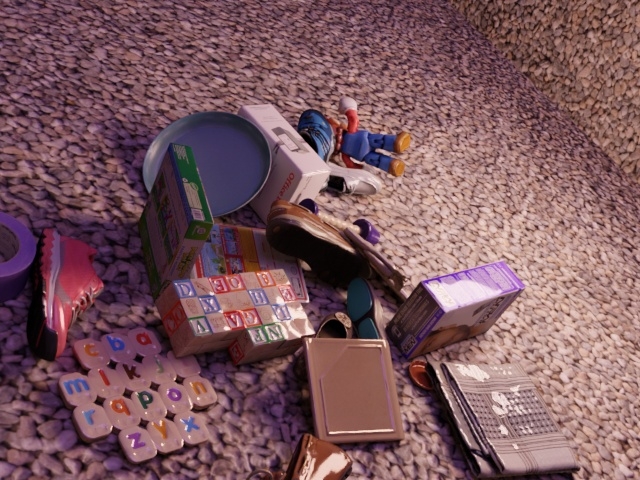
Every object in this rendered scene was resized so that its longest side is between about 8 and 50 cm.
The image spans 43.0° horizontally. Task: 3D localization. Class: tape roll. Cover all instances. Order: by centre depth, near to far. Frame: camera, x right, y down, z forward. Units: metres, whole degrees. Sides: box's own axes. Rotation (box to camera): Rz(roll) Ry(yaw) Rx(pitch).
[{"bbox_3d":[-0.651,0.028,1.560,0.189,0.080,0.189,20,36,-15],"label":"tape roll"}]

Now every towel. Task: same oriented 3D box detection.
[{"bbox_3d":[0.425,0.404,1.887,0.324,0.056,0.312,6,44,-32],"label":"towel"}]

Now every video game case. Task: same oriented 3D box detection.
[{"bbox_3d":[-0.172,0.056,1.888,0.285,0.025,0.204,7,53,-31],"label":"video game case"}]

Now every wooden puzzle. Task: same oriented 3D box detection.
[{"bbox_3d":[0.067,0.316,1.714,0.238,0.044,0.221,8,63,-34],"label":"wooden puzzle"}]

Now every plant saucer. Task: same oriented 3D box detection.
[{"bbox_3d":[0.243,0.318,1.909,0.083,0.013,0.083,20,37,-16],"label":"plant saucer"},{"bbox_3d":[-0.277,-0.181,2.001,0.317,0.044,0.318,-2,61,4],"label":"plant saucer"}]

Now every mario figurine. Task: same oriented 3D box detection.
[{"bbox_3d":[0.113,-0.298,2.419,0.320,0.170,0.198,20,73,22],"label":"mario figurine"}]

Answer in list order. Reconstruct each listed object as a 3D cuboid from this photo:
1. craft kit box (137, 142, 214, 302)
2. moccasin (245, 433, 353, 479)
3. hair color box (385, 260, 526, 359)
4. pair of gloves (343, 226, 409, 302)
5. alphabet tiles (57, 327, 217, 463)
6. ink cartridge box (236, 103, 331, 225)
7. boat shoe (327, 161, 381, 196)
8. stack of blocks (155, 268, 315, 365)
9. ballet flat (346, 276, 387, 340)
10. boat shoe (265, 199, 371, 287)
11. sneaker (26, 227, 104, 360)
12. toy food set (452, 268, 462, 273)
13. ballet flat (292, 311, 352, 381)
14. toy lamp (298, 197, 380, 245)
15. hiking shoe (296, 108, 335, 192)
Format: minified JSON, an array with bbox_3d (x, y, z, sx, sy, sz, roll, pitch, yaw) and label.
[{"bbox_3d":[-0.317,-0.036,1.738,0.061,0.247,0.250,10,41,-32],"label":"craft kit box"},{"bbox_3d":[-0.069,0.459,1.401,0.147,0.139,0.380,35,35,8],"label":"moccasin"},{"bbox_3d":[0.338,0.168,2.014,0.338,0.185,0.110,-9,52,-42],"label":"hair color box"},{"bbox_3d":[0.153,0.060,2.027,0.204,0.042,0.240,46,-3,23],"label":"pair of gloves"},{"bbox_3d":[-0.338,0.285,1.522,0.284,0.021,0.278,-9,51,-42],"label":"alphabet tiles"},{"bbox_3d":[-0.128,-0.191,2.105,0.114,0.198,0.273,-14,55,-46],"label":"ink cartridge box"},{"bbox_3d":[0.066,-0.163,2.327,0.227,0.079,0.081,16,44,-10],"label":"boat shoe"},{"bbox_3d":[-0.174,0.164,1.693,0.297,0.087,0.171,-4,58,-44],"label":"stack of blocks"},{"bbox_3d":[0.119,0.196,1.927,0.086,0.086,0.248,15,40,-21],"label":"ballet flat"},{"bbox_3d":[0.000,0.000,1.963,0.324,0.122,0.120,36,31,-36],"label":"boat shoe"},{"bbox_3d":[-0.483,0.098,1.566,0.136,0.116,0.314,12,39,-26],"label":"sneaker"},{"bbox_3d":[0.401,0.119,2.261,0.082,0.020,0.083,31,35,0],"label":"toy food set"},{"bbox_3d":[0.015,0.228,1.816,0.084,0.058,0.250,37,36,8],"label":"ballet flat"},{"bbox_3d":[0.054,-0.039,2.113,0.274,0.080,0.080,17,34,-45],"label":"toy lamp"},{"bbox_3d":[-0.022,-0.274,2.257,0.113,0.132,0.304,-10,50,9],"label":"hiking shoe"}]
